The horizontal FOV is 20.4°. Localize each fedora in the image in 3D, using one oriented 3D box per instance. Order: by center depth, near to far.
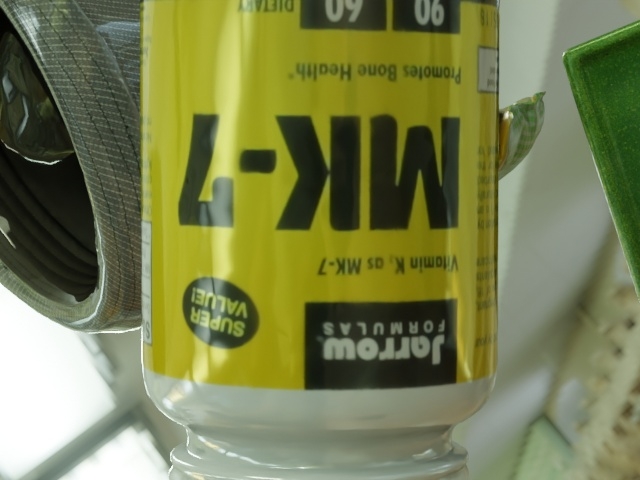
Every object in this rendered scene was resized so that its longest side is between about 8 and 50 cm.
[{"bbox_3d":[-0.128,-0.085,0.896,0.124,0.275,0.243,-29,-46,-29],"label":"fedora"}]

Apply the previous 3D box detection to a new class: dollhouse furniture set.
[{"bbox_3d":[0.127,-0.013,1.023,0.301,0.151,0.197,-21,-3,20],"label":"dollhouse furniture set"}]

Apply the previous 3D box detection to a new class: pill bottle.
[{"bbox_3d":[0.000,0.000,0.589,0.119,0.208,0.119,-1,4,0],"label":"pill bottle"}]
